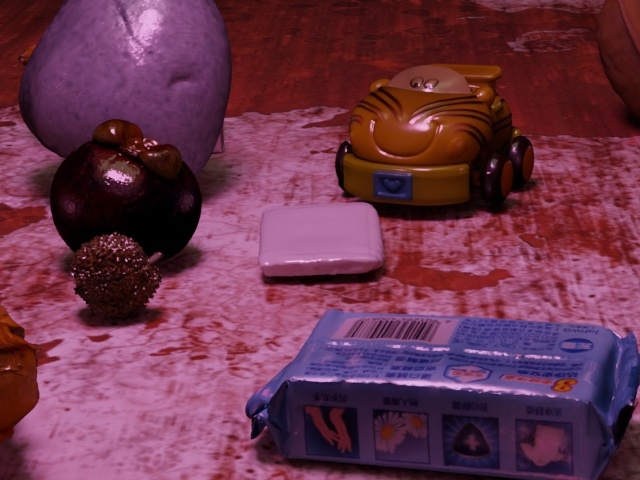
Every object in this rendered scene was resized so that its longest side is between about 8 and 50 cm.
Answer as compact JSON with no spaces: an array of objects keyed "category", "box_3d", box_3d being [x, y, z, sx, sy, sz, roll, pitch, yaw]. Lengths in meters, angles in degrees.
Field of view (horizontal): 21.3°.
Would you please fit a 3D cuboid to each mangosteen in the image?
[{"category":"mangosteen","box_3d":[-0.191,-0.047,1.669,0.153,0.152,0.152,-1,18,0]}]

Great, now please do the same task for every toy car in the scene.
[{"category":"toy car","box_3d":[0.127,-0.125,1.881,0.200,0.142,0.248,5,17,21]}]

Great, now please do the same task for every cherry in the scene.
[{"category":"cherry","box_3d":[-0.217,-0.171,1.898,0.218,0.296,0.255,20,5,-32]}]

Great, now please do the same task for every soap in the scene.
[{"category":"soap","box_3d":[0.096,0.113,1.270,0.293,0.077,0.156,3,20,17]}]

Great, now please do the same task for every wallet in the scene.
[{"category":"wallet","box_3d":[0.000,0.000,1.694,0.124,0.032,0.183,-2,20,-1]}]

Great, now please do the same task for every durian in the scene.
[{"category":"durian","box_3d":[-0.183,0.029,1.540,0.091,0.080,0.080,-28,15,11]}]

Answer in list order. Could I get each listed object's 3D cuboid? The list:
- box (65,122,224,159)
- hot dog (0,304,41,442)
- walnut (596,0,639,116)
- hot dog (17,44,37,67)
[{"category":"box","box_3d":[-0.227,-0.154,2.104,0.199,0.081,0.135,-7,20,-11]},{"category":"hot dog","box_3d":[-0.371,0.122,1.224,0.349,0.117,0.158,-9,16,-15]},{"category":"walnut","box_3d":[0.480,-0.272,2.099,0.285,0.285,0.296,-17,-3,-39]},{"category":"hot dog","box_3d":[-0.249,-0.227,2.087,0.250,0.076,0.104,2,20,4]}]
